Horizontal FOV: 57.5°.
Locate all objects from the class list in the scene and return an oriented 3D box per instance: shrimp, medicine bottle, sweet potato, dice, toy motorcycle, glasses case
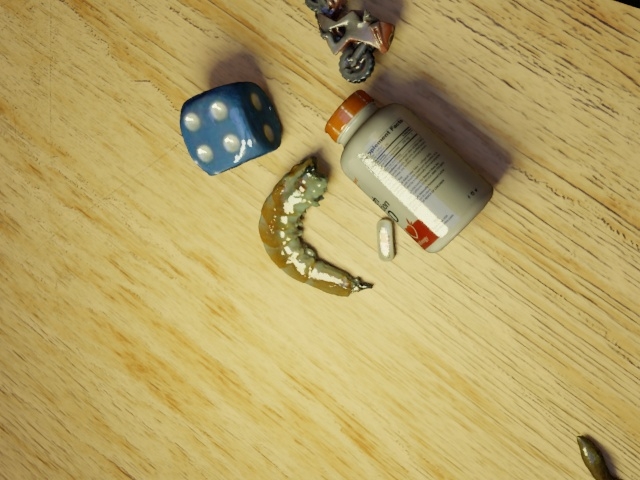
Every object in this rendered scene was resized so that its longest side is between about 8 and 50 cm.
[{"bbox_3d":[-0.031,-0.005,1.150,0.185,0.068,0.287,-17,100,26],"label":"shrimp"},{"bbox_3d":[0.141,-0.126,0.999,0.288,0.157,0.157,44,115,5],"label":"medicine bottle"},{"bbox_3d":[0.517,0.422,1.073,0.153,0.038,0.041,49,138,1],"label":"sweet potato"},{"bbox_3d":[-0.167,-0.212,1.102,0.146,0.143,0.146,-15,99,25],"label":"dice"},{"bbox_3d":[0.053,-0.382,1.006,0.118,0.084,0.213,-30,80,27],"label":"toy motorcycle"},{"bbox_3d":[0.125,0.000,1.115,0.032,0.021,0.083,0,105,20],"label":"glasses case"}]

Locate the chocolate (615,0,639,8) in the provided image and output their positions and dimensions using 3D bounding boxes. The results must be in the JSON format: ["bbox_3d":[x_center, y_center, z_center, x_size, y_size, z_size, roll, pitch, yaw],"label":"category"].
[{"bbox_3d":[0.474,-0.422,0.770,0.224,0.206,0.177,26,102,18],"label":"chocolate"}]
